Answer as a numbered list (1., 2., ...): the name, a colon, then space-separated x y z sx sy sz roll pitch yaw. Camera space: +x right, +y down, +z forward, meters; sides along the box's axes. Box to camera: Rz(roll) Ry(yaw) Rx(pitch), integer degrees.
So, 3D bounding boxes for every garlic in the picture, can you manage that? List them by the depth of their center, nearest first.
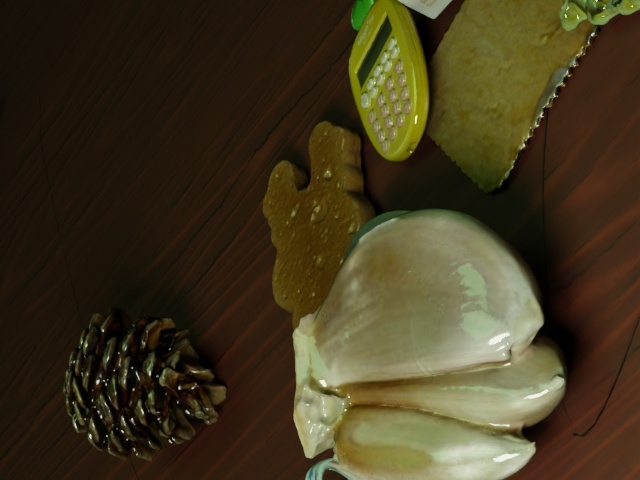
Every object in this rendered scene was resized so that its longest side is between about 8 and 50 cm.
1. garlic: 0.112 0.107 1.667 0.325 0.132 0.279 -12 78 33

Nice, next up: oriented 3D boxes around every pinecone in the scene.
1. pinecone: -0.222 0.176 2.111 0.204 0.184 0.179 -17 28 48

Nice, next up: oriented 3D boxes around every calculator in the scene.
1. calculator: 0.077 -0.196 1.967 0.146 0.032 0.235 119 146 -47

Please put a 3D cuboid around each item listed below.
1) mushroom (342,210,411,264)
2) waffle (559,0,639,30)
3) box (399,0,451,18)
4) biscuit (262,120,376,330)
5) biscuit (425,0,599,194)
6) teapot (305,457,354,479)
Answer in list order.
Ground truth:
1. mushroom: 0.059 0.099 1.830 0.118 0.103 0.270 30 110 63
2. waffle: 0.311 -0.324 1.695 0.214 0.054 0.208 -18 60 45
3. box: 0.165 -0.385 1.927 0.233 0.067 0.149 -46 39 33
4. biscuit: 0.003 0.001 2.000 0.186 0.044 0.295 -43 41 41
5. biscuit: 0.192 -0.192 1.844 0.232 0.013 0.237 -60 35 17
6. teapot: 0.027 0.332 1.707 0.159 0.159 0.232 -31 50 45
